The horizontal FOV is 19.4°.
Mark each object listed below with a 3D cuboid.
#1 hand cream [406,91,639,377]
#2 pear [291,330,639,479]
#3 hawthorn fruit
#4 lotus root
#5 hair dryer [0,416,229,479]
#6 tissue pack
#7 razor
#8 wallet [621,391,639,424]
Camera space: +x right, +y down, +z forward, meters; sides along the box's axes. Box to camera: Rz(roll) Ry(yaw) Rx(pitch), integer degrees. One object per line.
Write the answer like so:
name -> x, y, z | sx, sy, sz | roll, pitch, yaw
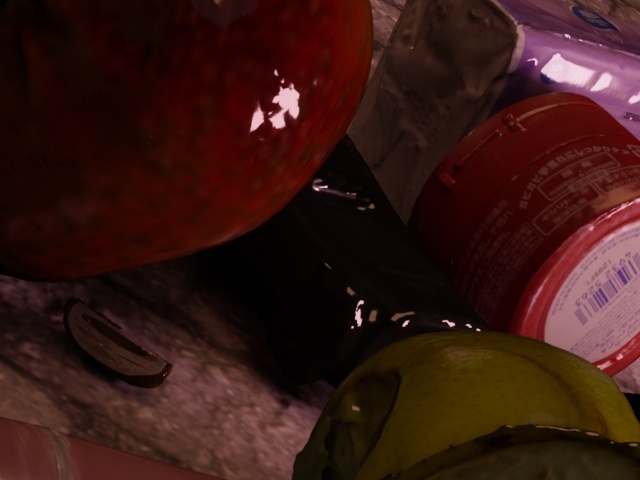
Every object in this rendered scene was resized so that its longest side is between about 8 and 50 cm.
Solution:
hand cream -> 0.195, 0.006, 1.533 | 0.230, 0.230, 0.149 | 7, 29, -42
pear -> 0.076, 0.135, 1.116 | 0.164, 0.238, 0.255 | 19, 27, -11
hawthorn fruit -> -0.154, -0.173, 1.304 | 0.402, 0.403, 0.403 | 25, 24, -12
lotus root -> -0.139, 0.071, 1.251 | 0.083, 0.030, 0.037 | 36, -5, 7
hair dryer -> -0.121, 0.237, 0.869 | 0.210, 0.125, 0.352 | 19, 36, -27
tissue pack -> 0.200, -0.094, 1.716 | 0.338, 0.242, 0.160 | 11, 28, -39
razor -> -0.001, 0.004, 1.448 | 0.189, 0.107, 0.327 | 11, 30, -38
wallet -> 0.333, 0.166, 1.513 | 0.236, 0.055, 0.160 | 14, 10, -6
